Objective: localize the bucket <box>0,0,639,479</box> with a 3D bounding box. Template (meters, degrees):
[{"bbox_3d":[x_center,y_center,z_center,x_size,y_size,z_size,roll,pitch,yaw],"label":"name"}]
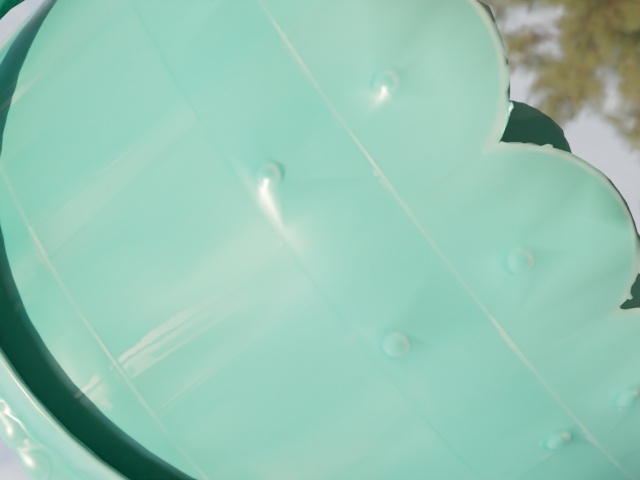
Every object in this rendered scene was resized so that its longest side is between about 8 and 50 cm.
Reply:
[{"bbox_3d":[0.000,0.000,0.535,0.281,0.183,0.281,51,-171,-11],"label":"bucket"}]
